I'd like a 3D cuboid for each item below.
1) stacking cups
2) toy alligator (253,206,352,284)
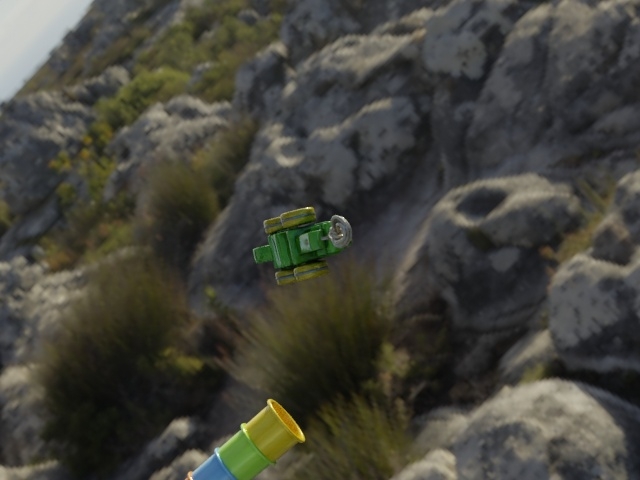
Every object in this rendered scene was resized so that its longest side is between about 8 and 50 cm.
[{"bbox_3d":[-0.172,0.408,2.004,0.316,0.096,0.096,-42,18,1],"label":"stacking cups"},{"bbox_3d":[0.000,0.000,0.953,0.051,0.056,0.189,-13,-1,-25],"label":"toy alligator"}]
